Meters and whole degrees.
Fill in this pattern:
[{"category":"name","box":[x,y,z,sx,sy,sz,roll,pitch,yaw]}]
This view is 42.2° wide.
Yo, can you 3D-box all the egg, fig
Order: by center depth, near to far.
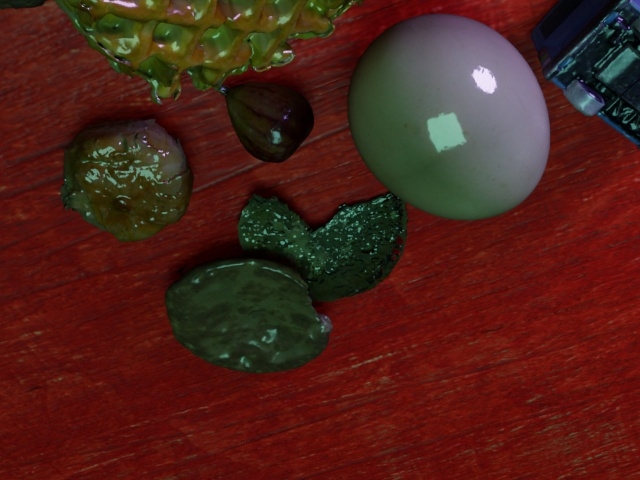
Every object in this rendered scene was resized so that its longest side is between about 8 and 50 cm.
[{"category":"egg","box":[0.137,-0.118,0.851,0.188,0.188,0.254,-35,131,22]},{"category":"fig","box":[-0.071,-0.142,0.895,0.125,0.089,0.089,38,121,0]}]

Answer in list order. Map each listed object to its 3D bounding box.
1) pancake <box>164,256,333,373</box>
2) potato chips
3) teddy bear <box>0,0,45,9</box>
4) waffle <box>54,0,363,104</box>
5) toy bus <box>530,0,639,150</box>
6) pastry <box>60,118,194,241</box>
[{"category":"pancake","box":[-0.095,0.101,1.099,0.222,0.042,0.236,-27,133,29]},{"category":"potato chips","box":[0.000,0.003,1.046,0.220,0.029,0.202,13,130,-18]},{"category":"teddy bear","box":[-0.249,-0.283,0.719,0.140,0.177,0.190,49,121,15]},{"category":"waffle","box":[-0.076,-0.251,0.714,0.302,0.068,0.325,-29,155,-1]},{"category":"toy bus","box":[0.343,-0.169,0.864,0.234,0.133,0.116,30,121,-21]},{"category":"pastry","box":[-0.216,-0.068,0.932,0.153,0.081,0.153,-6,123,-9]}]
